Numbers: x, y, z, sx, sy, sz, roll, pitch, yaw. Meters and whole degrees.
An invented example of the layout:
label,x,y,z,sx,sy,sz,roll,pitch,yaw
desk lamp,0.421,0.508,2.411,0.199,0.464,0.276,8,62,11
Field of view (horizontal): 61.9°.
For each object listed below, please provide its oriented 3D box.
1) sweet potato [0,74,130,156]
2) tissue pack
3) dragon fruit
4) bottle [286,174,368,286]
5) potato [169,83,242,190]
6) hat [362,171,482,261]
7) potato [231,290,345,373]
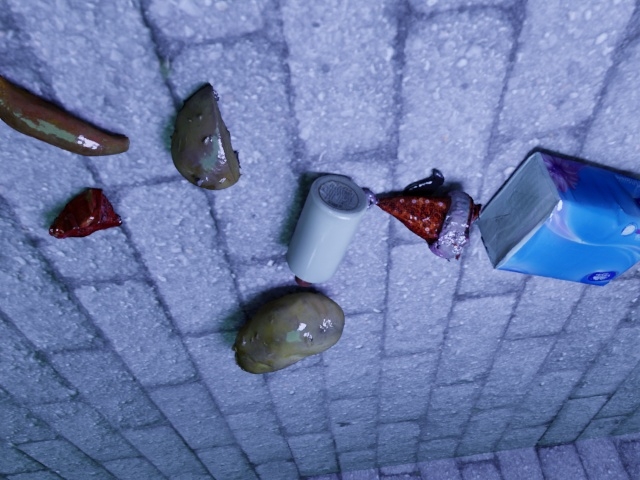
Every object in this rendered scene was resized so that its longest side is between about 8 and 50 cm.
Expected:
label,x,y,z,sx,sy,sz,roll,pitch,yaw
sweet potato,-0.391,-0.177,0.740,0.078,0.058,0.255,-44,128,14
tissue pack,0.464,-0.030,0.987,0.264,0.146,0.198,9,138,-20
dragon fruit,-0.414,-0.025,0.909,0.131,0.063,0.097,-14,140,7
bottle,0.000,0.000,0.978,0.104,0.104,0.245,6,139,-16
potato,-0.181,-0.132,0.799,0.101,0.089,0.172,-6,142,1
hat,0.172,-0.045,0.975,0.228,0.128,0.140,16,161,-1
potato,-0.083,0.209,1.189,0.296,0.141,0.192,-38,148,30
